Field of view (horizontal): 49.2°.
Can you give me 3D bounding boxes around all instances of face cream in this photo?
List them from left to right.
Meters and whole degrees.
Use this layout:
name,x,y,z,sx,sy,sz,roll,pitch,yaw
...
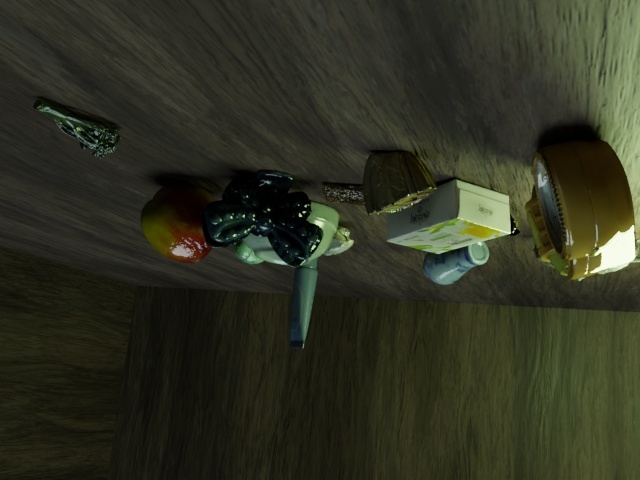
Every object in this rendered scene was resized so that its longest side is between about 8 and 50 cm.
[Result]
name,x,y,z,sx,sy,sz,roll,pitch,yaw
face cream,-0.065,0.208,2.593,0.086,0.385,0.135,12,168,-21

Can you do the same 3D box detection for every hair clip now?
name,x,y,z,sx,sy,sz,roll,pitch,yaw
hair clip,-0.145,-0.063,1.802,0.310,0.206,0.194,14,161,-14

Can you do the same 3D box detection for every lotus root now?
name,x,y,z,sx,sy,sz,roll,pitch,yaw
lotus root,0.171,-0.126,1.533,0.159,0.135,0.095,-9,168,6

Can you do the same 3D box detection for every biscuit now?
name,x,y,z,sx,sy,sz,roll,pitch,yaw
biscuit,0.125,-0.116,1.840,0.236,0.026,0.131,5,170,8

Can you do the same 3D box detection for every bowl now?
name,x,y,z,sx,sy,sz,roll,pitch,yaw
bowl,-0.104,-0.022,2.100,0.307,0.163,0.307,7,165,2

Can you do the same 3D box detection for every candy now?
name,x,y,z,sx,sy,sz,roll,pitch,yaw
candy,-0.371,-0.024,2.391,0.439,0.119,0.119,20,163,-28

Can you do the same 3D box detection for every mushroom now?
name,x,y,z,sx,sy,sz,roll,pitch,yaw
mushroom,0.000,0.002,2.291,0.099,0.096,0.278,18,164,-38

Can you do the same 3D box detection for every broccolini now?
name,x,y,z,sx,sy,sz,roll,pitch,yaw
broccolini,-0.513,-0.252,1.487,0.091,0.068,0.202,-15,144,26

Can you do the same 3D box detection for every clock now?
name,x,y,z,sx,sy,sz,roll,pitch,yaw
clock,0.517,-0.073,1.383,0.200,0.244,0.317,-18,158,11

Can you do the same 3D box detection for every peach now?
name,x,y,z,sx,sy,sz,roll,pitch,yaw
peach,-0.376,-0.049,1.923,0.230,0.231,0.231,6,168,1

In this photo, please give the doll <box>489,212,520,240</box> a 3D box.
name,x,y,z,sx,sy,sz,roll,pitch,yaw
doll,0.447,-0.046,1.907,0.127,0.088,0.248,-12,-176,-20

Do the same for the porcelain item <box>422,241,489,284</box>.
name,x,y,z,sx,sy,sz,roll,pitch,yaw
porcelain item,0.441,0.069,2.328,0.141,0.141,0.259,11,159,-26

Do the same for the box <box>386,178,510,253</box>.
name,x,y,z,sx,sy,sz,roll,pitch,yaw
box,0.322,-0.055,1.783,0.194,0.111,0.260,12,159,-33

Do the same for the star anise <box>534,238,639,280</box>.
name,x,y,z,sx,sy,sz,roll,pitch,yaw
star anise,0.798,0.046,2.021,0.359,0.139,0.315,-3,172,35
